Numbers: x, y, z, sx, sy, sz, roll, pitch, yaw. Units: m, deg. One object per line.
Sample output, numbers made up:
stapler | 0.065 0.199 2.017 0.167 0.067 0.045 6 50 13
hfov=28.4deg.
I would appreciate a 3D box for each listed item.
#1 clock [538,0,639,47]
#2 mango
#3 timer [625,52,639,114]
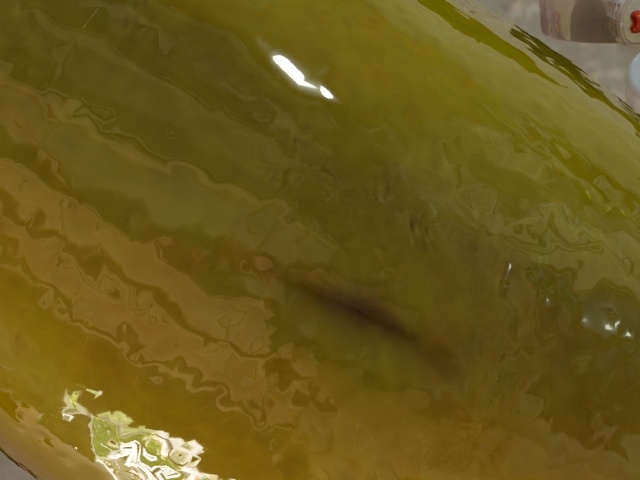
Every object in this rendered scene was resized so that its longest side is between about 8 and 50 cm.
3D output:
clock | 0.177 -0.118 0.639 0.129 0.087 0.041 -8 109 -20
mango | 0.004 0.002 0.456 0.445 0.301 0.220 36 109 -27
timer | 0.563 -0.205 1.731 0.237 0.087 0.262 -36 50 -16
